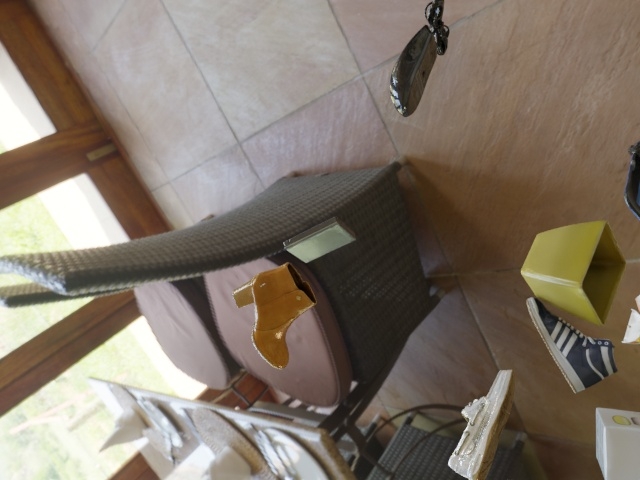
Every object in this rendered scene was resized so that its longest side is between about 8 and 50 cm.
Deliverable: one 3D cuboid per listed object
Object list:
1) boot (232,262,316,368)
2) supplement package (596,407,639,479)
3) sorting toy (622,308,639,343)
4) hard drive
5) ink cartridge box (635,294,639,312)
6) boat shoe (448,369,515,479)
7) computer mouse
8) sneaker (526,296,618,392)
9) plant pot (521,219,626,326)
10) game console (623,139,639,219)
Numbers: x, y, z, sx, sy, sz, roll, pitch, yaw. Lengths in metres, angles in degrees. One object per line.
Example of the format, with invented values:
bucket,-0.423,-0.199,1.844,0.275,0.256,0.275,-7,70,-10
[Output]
boot,-0.098,0.218,1.322,0.211,0.104,0.295,-22,104,22
supplement package,0.847,0.550,1.236,0.194,0.203,0.149,-1,85,24
sorting toy,0.765,0.213,1.110,0.045,0.075,0.083,17,91,67
hard drive,0.000,0.000,1.043,0.135,0.022,0.094,-26,146,19
ink cartridge box,0.961,0.215,1.339,0.045,0.145,0.179,-11,157,20
boat shoe,0.380,0.419,1.110,0.096,0.277,0.098,12,146,39
computer mouse,0.228,-0.429,1.138,0.072,0.272,0.188,21,171,22
sneaker,0.715,0.268,1.332,0.153,0.099,0.282,-30,66,18
plant pot,0.695,0.082,1.312,0.187,0.212,0.212,8,150,51
game console,0.801,-0.099,0.983,0.293,0.173,0.250,42,117,-14
